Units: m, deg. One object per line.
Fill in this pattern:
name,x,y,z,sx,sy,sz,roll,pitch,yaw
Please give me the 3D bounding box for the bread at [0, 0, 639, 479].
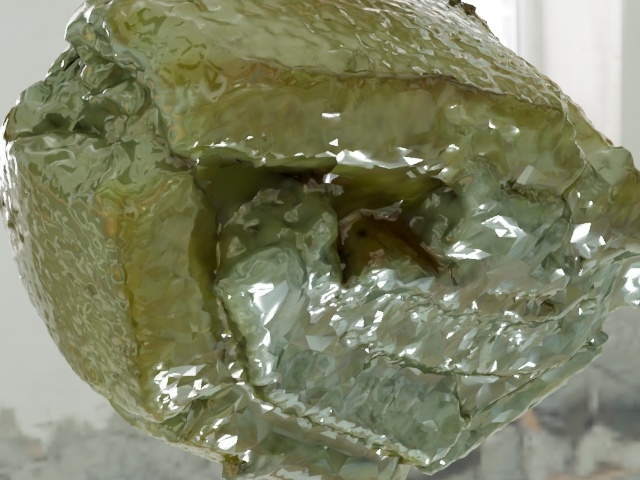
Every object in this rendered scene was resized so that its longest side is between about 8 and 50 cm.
bread,0.000,0.000,0.533,0.257,0.186,0.124,19,-158,-51
